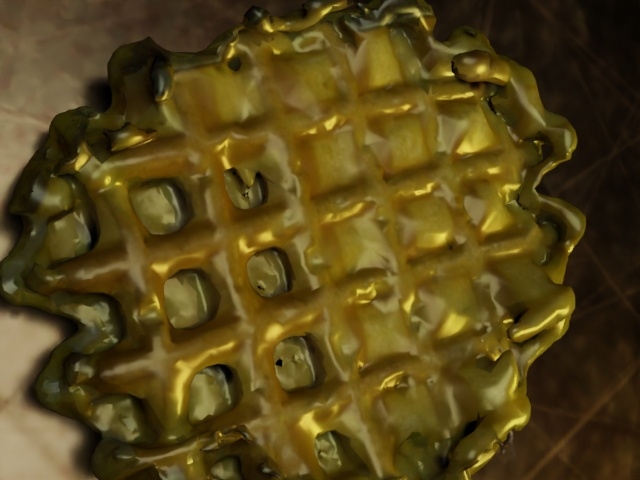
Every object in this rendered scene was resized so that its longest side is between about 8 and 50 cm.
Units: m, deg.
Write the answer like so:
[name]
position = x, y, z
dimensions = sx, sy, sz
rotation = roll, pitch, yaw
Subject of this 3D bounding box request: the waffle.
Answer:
[waffle]
position = 0.002, 0.000, 0.562
dimensions = 0.262, 0.060, 0.280
rotation = 31, 70, -17
